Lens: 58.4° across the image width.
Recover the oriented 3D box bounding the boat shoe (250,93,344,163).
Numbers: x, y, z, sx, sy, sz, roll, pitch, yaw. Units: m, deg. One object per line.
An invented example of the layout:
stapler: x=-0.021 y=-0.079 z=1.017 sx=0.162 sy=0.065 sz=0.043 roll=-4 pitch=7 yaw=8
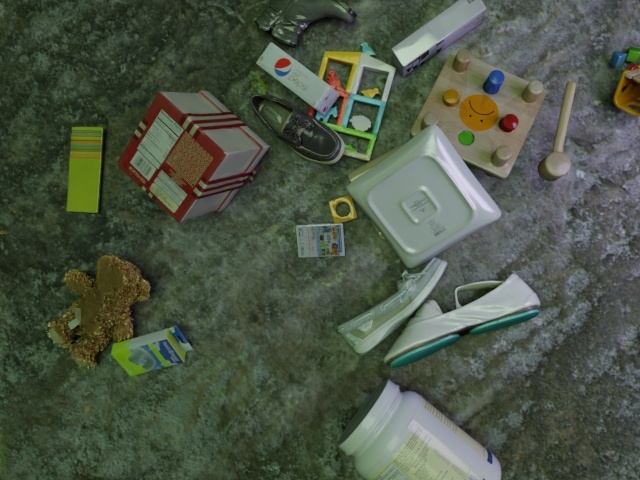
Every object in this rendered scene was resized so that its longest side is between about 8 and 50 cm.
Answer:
boat shoe: x=-0.068 y=-0.284 z=1.440 sx=0.285 sy=0.092 sz=0.103 roll=38 pitch=100 yaw=22

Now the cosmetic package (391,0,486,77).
cosmetic package: x=0.291 y=-0.508 z=1.425 sx=0.239 sy=0.099 sz=0.060 roll=-34 pitch=87 yaw=6

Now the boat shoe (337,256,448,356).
boat shoe: x=0.181 y=0.151 z=1.416 sx=0.320 sy=0.118 sz=0.103 roll=-46 pitch=81 yaw=14

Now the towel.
towel: x=-0.648 y=-0.196 z=1.583 sx=0.102 sy=0.021 sz=0.238 roll=4 pitch=90 yaw=13

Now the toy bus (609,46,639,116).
toy bus: x=0.789 y=-0.363 z=1.349 sx=0.202 sy=0.191 sz=0.104 roll=9 pitch=133 yaw=8

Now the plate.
plate: x=0.240 y=-0.088 z=1.368 sx=0.277 sy=0.045 sz=0.278 roll=-34 pitch=101 yaw=27

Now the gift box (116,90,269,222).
gift box: x=-0.321 y=-0.207 z=1.426 sx=0.255 sy=0.258 sz=0.276 roll=47 pitch=114 yaw=4

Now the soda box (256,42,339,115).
soda box: x=-0.058 y=-0.411 z=1.457 sx=0.216 sy=0.074 sz=0.069 roll=40 pitch=100 yaw=19

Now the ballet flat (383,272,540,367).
ballet flat: x=0.328 y=0.188 z=1.401 sx=0.400 sy=0.139 sz=0.139 roll=-21 pitch=86 yaw=2

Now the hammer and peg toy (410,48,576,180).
hammer and peg toy: x=0.429 y=-0.286 z=1.370 sx=0.361 sy=0.127 sz=0.266 roll=26 pitch=79 yaw=7

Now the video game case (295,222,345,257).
video game case: x=0.000 y=0.000 z=1.481 sx=0.121 sy=0.011 sz=0.087 roll=-2 pitch=106 yaw=8

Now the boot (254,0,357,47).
boot: x=-0.039 y=-0.571 z=1.488 sx=0.246 sy=0.083 sz=0.161 roll=28 pitch=99 yaw=13

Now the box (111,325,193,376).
box: x=-0.439 y=0.292 z=1.501 sx=0.178 sy=0.042 sz=0.109 roll=-16 pitch=130 yaw=7

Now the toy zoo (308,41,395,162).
toy zoo: x=0.076 y=-0.367 z=1.482 sx=0.192 sy=0.030 sz=0.294 roll=15 pitch=91 yaw=8

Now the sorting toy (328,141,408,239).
sorting toy: x=0.188 y=-0.123 z=1.443 sx=0.347 sy=0.047 sz=0.196 roll=-28 pitch=94 yaw=6

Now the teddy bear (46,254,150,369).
teddy bear: x=-0.590 y=0.186 z=1.533 sx=0.245 sy=0.113 sz=0.338 roll=26 pitch=100 yaw=14

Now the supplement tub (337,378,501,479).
supplement tub: x=0.226 y=0.505 z=1.339 sx=0.324 sy=0.235 sz=0.235 roll=38 pitch=94 yaw=7
